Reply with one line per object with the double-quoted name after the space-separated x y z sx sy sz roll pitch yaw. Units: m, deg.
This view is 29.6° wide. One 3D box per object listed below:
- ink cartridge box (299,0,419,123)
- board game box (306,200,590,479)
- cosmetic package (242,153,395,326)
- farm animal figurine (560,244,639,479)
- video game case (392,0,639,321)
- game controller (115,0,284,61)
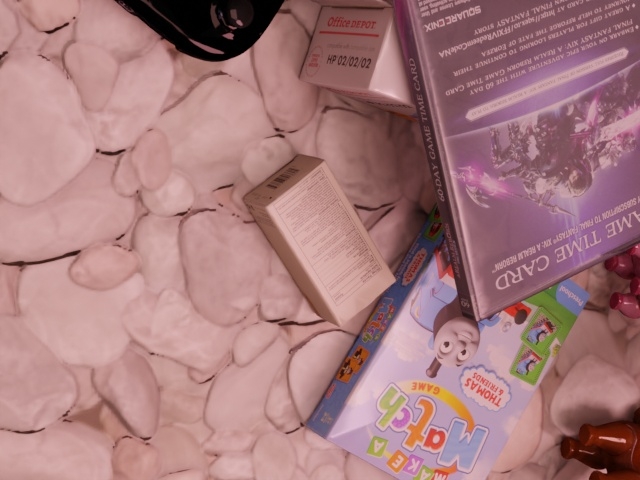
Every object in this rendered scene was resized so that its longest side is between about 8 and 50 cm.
0.059 -0.122 0.858 0.181 0.104 0.062 17 92 -29 "ink cartridge box"
0.106 0.094 0.967 0.160 0.039 0.211 33 85 -30 "board game box"
0.000 0.000 0.889 0.060 0.041 0.115 -38 116 -17 "cosmetic package"
0.348 0.123 0.950 0.172 0.327 0.330 11 114 -17 "farm animal figurine"
0.153 -0.105 0.837 0.196 0.026 0.274 -23 111 -24 "video game case"
-0.132 -0.258 0.749 0.319 0.067 0.166 38 82 -30 "game controller"
